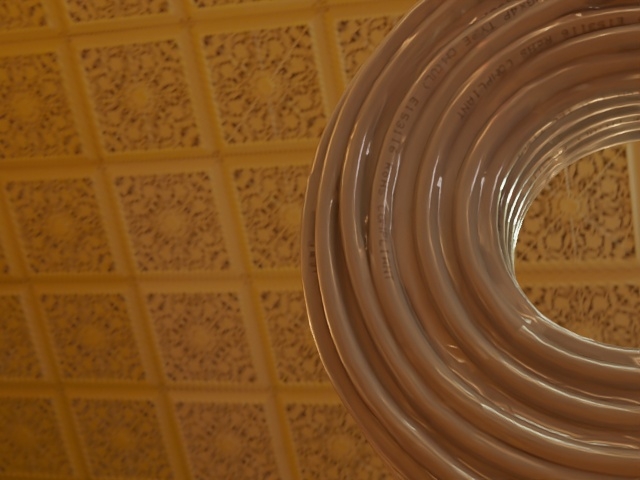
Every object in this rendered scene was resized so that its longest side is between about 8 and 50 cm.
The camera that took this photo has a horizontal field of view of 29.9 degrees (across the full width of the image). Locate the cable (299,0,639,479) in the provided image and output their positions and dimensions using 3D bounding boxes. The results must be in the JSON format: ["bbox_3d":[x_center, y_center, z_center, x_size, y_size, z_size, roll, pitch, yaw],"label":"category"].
[{"bbox_3d":[0.121,0.000,0.426,0.257,0.089,0.257,-33,-117,3],"label":"cable"}]
